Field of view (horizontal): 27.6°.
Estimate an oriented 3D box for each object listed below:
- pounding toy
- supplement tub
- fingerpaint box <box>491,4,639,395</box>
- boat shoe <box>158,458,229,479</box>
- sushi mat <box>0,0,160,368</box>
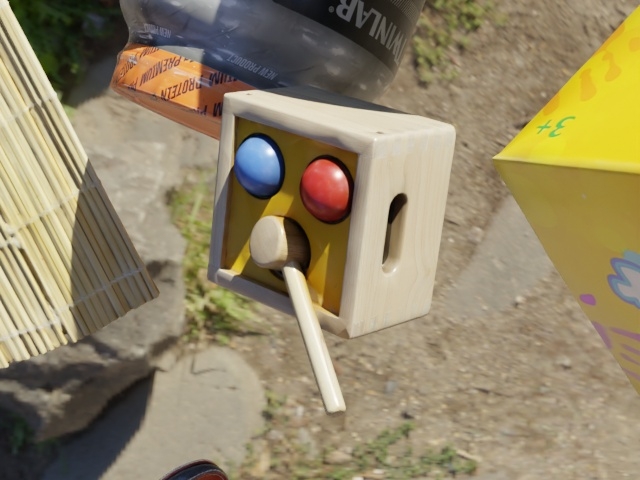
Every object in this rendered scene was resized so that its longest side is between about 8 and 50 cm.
[{"bbox_3d":[0.000,0.000,0.711,0.130,0.100,0.141,20,111,38],"label":"pounding toy"},{"bbox_3d":[-0.010,-0.217,0.854,0.193,0.193,0.316,20,89,30],"label":"supplement tub"},{"bbox_3d":[0.342,-0.078,0.441,0.371,0.163,0.445,-46,28,-18],"label":"fingerpaint box"},{"bbox_3d":[-0.103,0.191,0.810,0.137,0.049,0.043,-42,19,-27],"label":"boat shoe"},{"bbox_3d":[-0.240,-0.066,0.869,0.151,0.019,0.317,-22,108,9],"label":"sushi mat"}]
